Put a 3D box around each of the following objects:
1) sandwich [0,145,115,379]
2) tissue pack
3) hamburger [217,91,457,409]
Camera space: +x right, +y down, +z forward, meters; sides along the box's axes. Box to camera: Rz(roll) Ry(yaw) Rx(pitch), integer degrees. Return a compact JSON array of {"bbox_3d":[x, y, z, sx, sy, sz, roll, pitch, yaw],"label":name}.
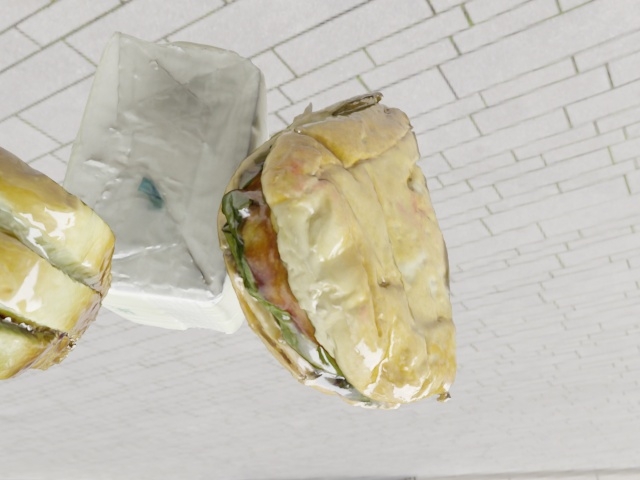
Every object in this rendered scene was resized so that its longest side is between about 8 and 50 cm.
[{"bbox_3d":[-0.258,-0.028,0.402,0.289,0.099,0.254,33,165,-4],"label":"sandwich"},{"bbox_3d":[-0.177,-0.043,0.883,0.207,0.296,0.380,9,165,-1],"label":"tissue pack"},{"bbox_3d":[0.000,-0.001,0.654,0.209,0.329,0.162,7,161,-45],"label":"hamburger"}]
